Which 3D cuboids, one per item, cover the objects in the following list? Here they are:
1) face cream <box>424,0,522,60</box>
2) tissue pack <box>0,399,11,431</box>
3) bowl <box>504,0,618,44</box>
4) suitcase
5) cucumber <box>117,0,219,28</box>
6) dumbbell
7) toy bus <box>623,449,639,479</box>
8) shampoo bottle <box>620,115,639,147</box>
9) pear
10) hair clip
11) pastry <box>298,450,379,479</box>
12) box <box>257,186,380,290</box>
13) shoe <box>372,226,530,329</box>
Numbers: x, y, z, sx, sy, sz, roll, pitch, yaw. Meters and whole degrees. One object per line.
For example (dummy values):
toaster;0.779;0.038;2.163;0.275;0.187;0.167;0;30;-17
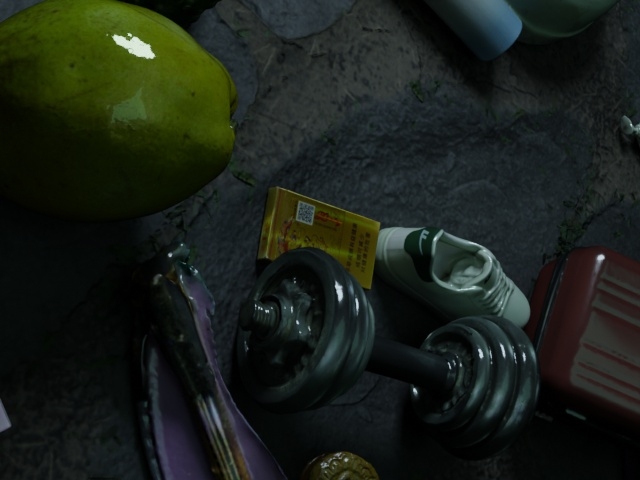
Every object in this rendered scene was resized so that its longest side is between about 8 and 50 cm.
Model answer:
face cream;0.154;-0.339;1.321;0.250;0.077;0.077;41;63;-26
tissue pack;-0.379;0.075;0.866;0.148;0.092;0.246;-27;101;-37
bowl;0.328;-0.432;1.418;0.307;0.163;0.307;2;87;-36
suitcase;0.413;0.156;1.366;0.297;0.161;0.236;24;74;-11
cucumber;-0.107;-0.307;1.023;0.134;0.244;0.134;11;72;-36
dumbbell;0.081;0.134;1.153;0.406;0.179;0.179;21;72;-34
toy bus;0.505;0.259;1.514;0.112;0.090;0.274;4;81;-28
shampoo bottle;0.518;-0.161;1.596;0.151;0.045;0.077;5;84;-38
pear;-0.206;-0.118;0.946;0.269;0.212;0.213;2;83;-20
hair clip;-0.121;0.183;1.046;0.110;0.095;0.359;-23;101;-36
pastry;0.020;0.286;1.167;0.109;0.057;0.097;44;67;-22
box;0.000;0.000;1.203;0.156;0.022;0.089;16;74;-34
shoe;0.188;0.057;1.285;0.265;0.110;0.095;25;70;-30
